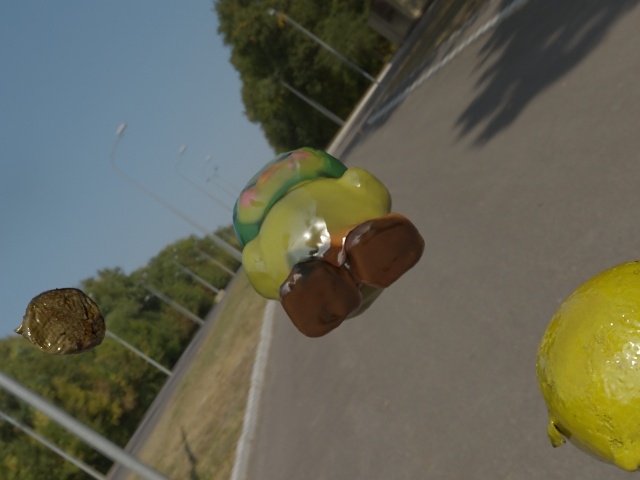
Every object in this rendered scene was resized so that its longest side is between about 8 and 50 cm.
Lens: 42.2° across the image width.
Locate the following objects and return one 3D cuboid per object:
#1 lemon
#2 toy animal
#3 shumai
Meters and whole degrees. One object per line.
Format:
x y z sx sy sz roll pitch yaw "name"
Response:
0.278 0.102 0.710 0.206 0.173 0.173 -57 5 -13 "lemon"
0.001 0.001 1.110 0.216 0.191 0.338 -38 32 -3 "toy animal"
-0.418 0.142 1.351 0.139 0.123 0.105 -36 -9 -36 "shumai"
